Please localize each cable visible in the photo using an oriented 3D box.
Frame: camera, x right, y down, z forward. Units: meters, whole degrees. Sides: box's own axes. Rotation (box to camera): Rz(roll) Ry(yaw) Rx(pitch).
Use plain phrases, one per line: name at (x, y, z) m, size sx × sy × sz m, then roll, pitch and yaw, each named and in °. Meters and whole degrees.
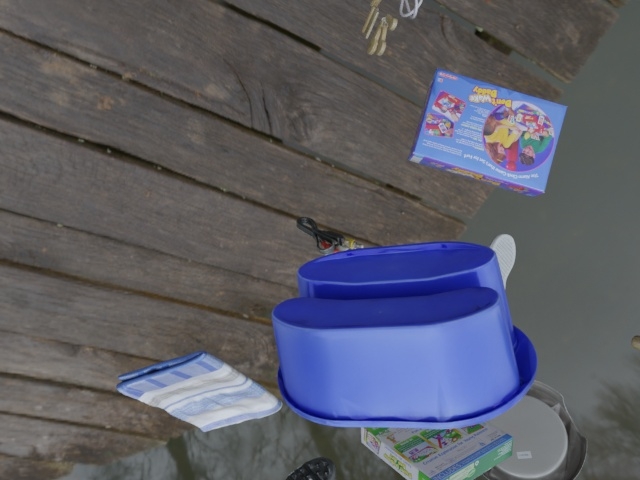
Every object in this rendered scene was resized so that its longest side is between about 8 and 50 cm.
cable at (0.000, 0.000, 1.758) m, size 0.139 × 0.287 × 0.072 m, roll -29°, pitch 125°, yaw -34°

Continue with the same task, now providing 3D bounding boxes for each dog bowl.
dog bowl at (0.606, 0.596, 1.568) m, size 0.348 × 0.349 × 0.102 m, roll -24°, pitch 137°, yaw -1°

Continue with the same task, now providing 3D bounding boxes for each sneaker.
sneaker at (-0.038, 0.481, 0.921) m, size 0.234 × 0.078 × 0.106 m, roll -58°, pitch 148°, yaw 1°
sneaker at (0.661, 0.127, 2.033) m, size 0.126 × 0.127 × 0.321 m, roll 9°, pitch 95°, yaw -18°

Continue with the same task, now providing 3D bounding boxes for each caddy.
caddy at (0.099, 0.130, 0.682) m, size 0.341 × 0.241 × 0.179 m, roll -5°, pitch 113°, yaw 19°

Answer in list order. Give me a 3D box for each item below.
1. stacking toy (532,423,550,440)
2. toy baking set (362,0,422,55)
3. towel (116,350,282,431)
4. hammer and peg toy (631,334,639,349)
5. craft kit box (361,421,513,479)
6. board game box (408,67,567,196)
stacking toy at (0.587, 0.650, 1.643) m, size 0.141 × 0.141 × 0.330 m, roll 26°, pitch 138°, yaw -32°
toy baking set at (0.156, -0.486, 1.050) m, size 0.030 × 0.197 × 0.256 m, roll 12°, pitch 151°, yaw -21°
towel at (-0.227, 0.304, 1.020) m, size 0.209 × 0.034 × 0.285 m, roll -20°, pitch 138°, yaw 17°
hammer and peg toy at (0.642, 0.212, 0.747) m, size 0.127 × 0.266 × 0.361 m, roll -50°, pitch 122°, yaw -7°
craft kit box at (0.265, 0.462, 1.205) m, size 0.249 × 0.246 × 0.061 m, roll -12°, pitch 110°, yaw -31°
board game box at (0.428, -0.276, 1.347) m, size 0.346 × 0.078 × 0.234 m, roll 17°, pitch 86°, yaw 0°
